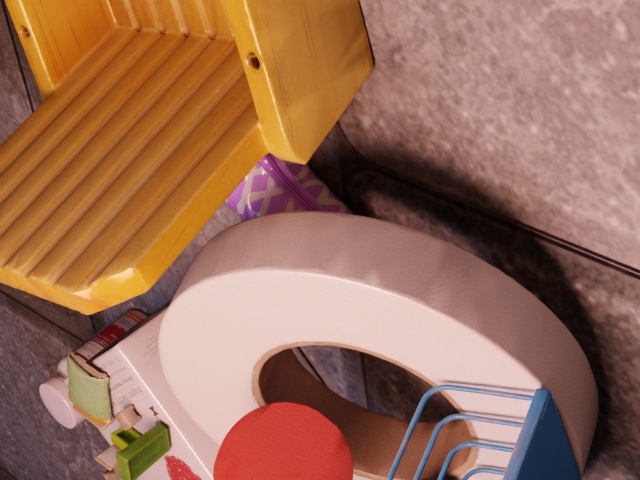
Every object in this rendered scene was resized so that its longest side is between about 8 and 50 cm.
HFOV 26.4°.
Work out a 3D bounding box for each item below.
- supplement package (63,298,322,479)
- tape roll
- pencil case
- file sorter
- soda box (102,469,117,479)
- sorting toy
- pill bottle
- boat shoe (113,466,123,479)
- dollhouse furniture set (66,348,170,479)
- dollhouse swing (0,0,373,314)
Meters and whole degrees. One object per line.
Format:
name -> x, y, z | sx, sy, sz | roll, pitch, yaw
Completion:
supplement package -> -0.104, 0.204, 1.478 | 0.293, 0.175, 0.177 | 54, 146, -2
tape roll -> 0.046, 0.130, 1.194 | 0.392, 0.072, 0.392 | 16, 144, 12
pencil case -> 0.000, 0.000, 1.240 | 0.206, 0.086, 0.088 | 44, 163, 12
file sorter -> 0.136, 0.209, 1.084 | 0.104, 0.118, 0.170 | 5, 140, 31
soda box -> -0.222, 0.321, 1.841 | 0.181, 0.058, 0.061 | -16, 108, 55
sorting toy -> 0.061, 0.258, 1.229 | 0.365, 0.127, 0.126 | 30, 173, -11
pill bottle -> -0.261, 0.157, 1.649 | 0.086, 0.152, 0.086 | 32, 142, 29
boat shoe -> -0.160, 0.322, 1.671 | 0.130, 0.132, 0.355 | 23, 128, 45
dollhouse furniture set -> -0.225, 0.185, 1.394 | 0.151, 0.058, 0.076 | 30, 139, 31
dollhouse swing -> -0.195, -0.167, 1.130 | 0.346, 0.305, 0.315 | 16, 132, 44
